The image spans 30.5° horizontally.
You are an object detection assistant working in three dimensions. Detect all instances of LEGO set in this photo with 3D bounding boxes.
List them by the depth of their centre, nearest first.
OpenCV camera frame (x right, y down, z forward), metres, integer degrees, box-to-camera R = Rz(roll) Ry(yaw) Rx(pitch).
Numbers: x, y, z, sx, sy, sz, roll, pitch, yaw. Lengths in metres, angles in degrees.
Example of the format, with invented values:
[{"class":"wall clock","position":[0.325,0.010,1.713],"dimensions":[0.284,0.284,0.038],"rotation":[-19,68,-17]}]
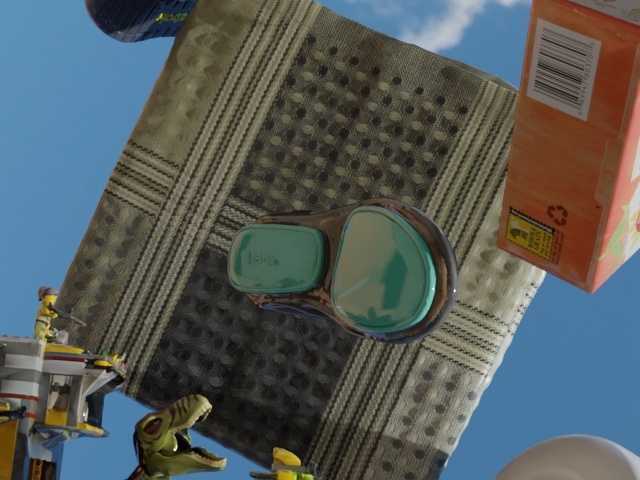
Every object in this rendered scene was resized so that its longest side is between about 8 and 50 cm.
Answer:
[{"class":"LEGO set","position":[-0.108,0.115,0.605],"dimensions":[0.255,0.331,0.192],"rotation":[2,-103,9]}]

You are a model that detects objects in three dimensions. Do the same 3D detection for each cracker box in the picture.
[{"class":"cracker box","position":[0.192,-0.097,0.644],"dimensions":[0.067,0.156,0.232],"rotation":[29,-134,30]}]

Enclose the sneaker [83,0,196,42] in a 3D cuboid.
[{"class":"sneaker","position":[-0.130,-0.180,0.848],"dimensions":[0.059,0.144,0.053],"rotation":[48,-67,11]}]

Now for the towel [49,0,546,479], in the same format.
[{"class":"towel","position":[0.000,0.000,0.841],"dimensions":[0.312,0.056,0.324],"rotation":[26,-91,4]}]

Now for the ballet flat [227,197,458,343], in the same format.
[{"class":"ballet flat","position":[0.025,0.015,0.609],"dimensions":[0.203,0.074,0.074],"rotation":[5,-109,59]}]

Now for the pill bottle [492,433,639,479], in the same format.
[{"class":"pill bottle","position":[0.224,0.238,0.749],"dimensions":[0.146,0.264,0.146],"rotation":[-37,-146,31]}]
